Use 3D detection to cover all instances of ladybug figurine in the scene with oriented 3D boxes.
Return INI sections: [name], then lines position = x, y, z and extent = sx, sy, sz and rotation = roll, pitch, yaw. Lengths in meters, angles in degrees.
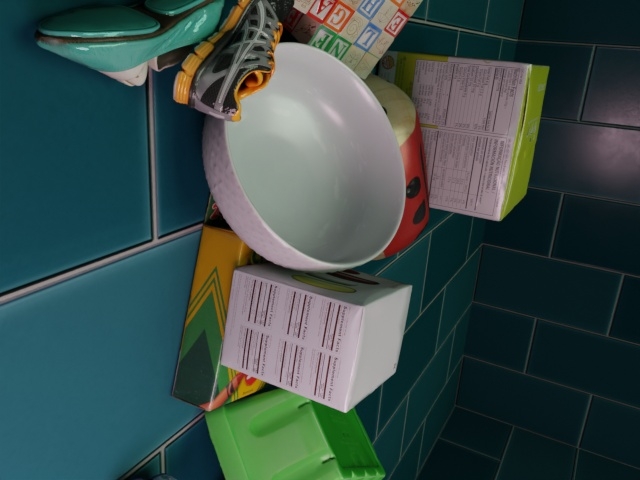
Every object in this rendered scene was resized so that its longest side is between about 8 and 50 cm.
[ladybug figurine]
position = 0.128, -0.138, 1.136
extent = 0.449, 0.162, 0.305
rotation = 68, 25, -50

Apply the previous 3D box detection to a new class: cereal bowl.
[cereal bowl]
position = -0.033, -0.108, 0.838
extent = 0.339, 0.141, 0.339
rotation = 15, 67, -38

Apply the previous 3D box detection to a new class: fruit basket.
[fruit basket]
position = -0.096, 0.448, 1.014
extent = 0.392, 0.283, 0.392
rotation = -21, 152, -12

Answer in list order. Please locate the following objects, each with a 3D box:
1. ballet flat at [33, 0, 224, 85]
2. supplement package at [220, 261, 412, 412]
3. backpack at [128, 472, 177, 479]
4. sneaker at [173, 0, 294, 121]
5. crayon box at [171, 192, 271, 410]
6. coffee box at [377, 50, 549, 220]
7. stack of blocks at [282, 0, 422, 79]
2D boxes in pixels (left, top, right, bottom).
[ballet flat]
position = -0.190, -0.218, 0.614
extent = 0.247, 0.083, 0.087
rotation = -46, 155, -44
[supplement package]
position = -0.001, 0.123, 0.832
extent = 0.194, 0.203, 0.149
rotation = -9, 111, -62
[backpack]
position = -0.244, 0.383, 0.788
extent = 0.114, 0.084, 0.105
rotation = 5, 98, -59
[sneaker]
position = -0.086, -0.227, 0.682
extent = 0.215, 0.083, 0.084
rotation = -57, 180, -19
[crayon box]
position = -0.120, 0.090, 0.905
extent = 0.202, 0.081, 0.318
rotation = 1, 101, -64
[coffee box]
position = 0.339, -0.270, 1.369
extent = 0.337, 0.334, 0.338
rotation = -28, 127, -58
[stack of blocks]
position = 0.017, -0.377, 0.852
extent = 0.171, 0.087, 0.297
rotation = -51, 151, 22
